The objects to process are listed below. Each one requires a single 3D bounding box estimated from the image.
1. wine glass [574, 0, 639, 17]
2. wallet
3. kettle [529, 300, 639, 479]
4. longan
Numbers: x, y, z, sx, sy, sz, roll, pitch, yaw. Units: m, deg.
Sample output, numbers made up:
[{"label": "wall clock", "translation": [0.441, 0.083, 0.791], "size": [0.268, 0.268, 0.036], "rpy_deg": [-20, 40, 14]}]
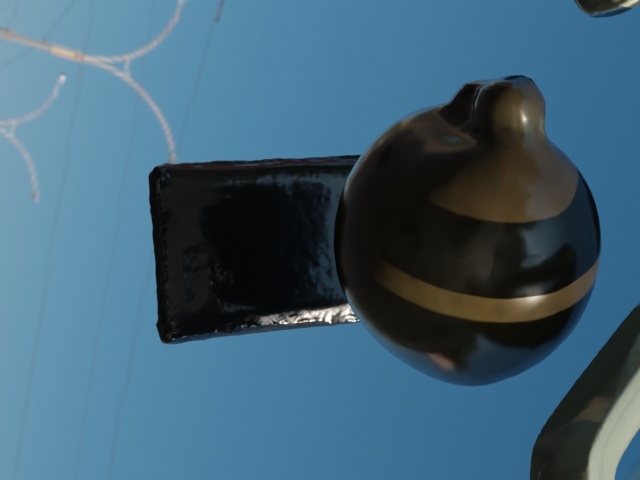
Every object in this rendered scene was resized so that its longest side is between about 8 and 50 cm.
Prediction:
[{"label": "wine glass", "translation": [0.219, -0.287, 1.011], "size": [0.111, 0.204, 0.111], "rpy_deg": [-23, -128, 32]}, {"label": "wallet", "translation": [0.000, 0.000, 0.964], "size": [0.030, 0.285, 0.146], "rpy_deg": [170, -85, -71]}, {"label": "kettle", "translation": [0.200, 0.199, 0.609], "size": [0.265, 0.318, 0.205], "rpy_deg": [42, -40, 10]}, {"label": "longan", "translation": [0.093, -0.011, 0.730], "size": [0.185, 0.159, 0.204], "rpy_deg": [47, -47, 41]}]
